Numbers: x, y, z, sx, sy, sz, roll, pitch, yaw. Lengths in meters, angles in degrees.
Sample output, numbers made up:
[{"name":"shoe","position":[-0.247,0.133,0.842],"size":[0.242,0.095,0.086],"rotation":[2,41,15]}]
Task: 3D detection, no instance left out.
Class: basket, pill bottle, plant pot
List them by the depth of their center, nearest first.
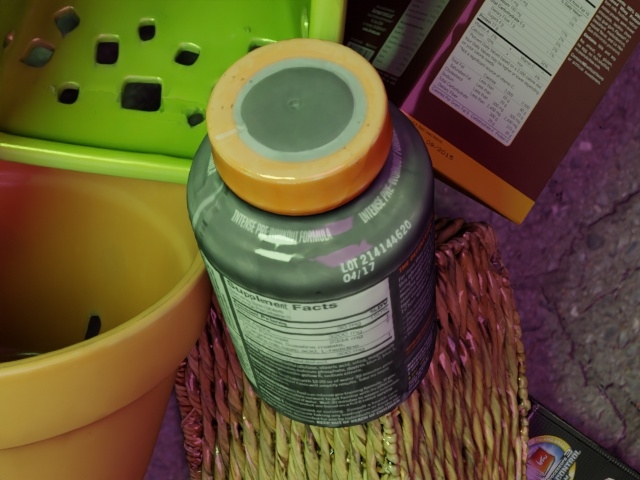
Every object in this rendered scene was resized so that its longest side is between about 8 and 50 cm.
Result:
[{"name":"pill bottle","position":[0.000,0.000,0.626],"size":[0.130,0.130,0.246],"rotation":[-27,149,-11]},{"name":"plant pot","position":[-0.097,-0.180,0.670],"size":[0.227,0.207,0.228],"rotation":[7,148,-3]},{"name":"plant pot","position":[-0.211,0.068,0.730],"size":[0.290,0.291,0.203],"rotation":[-10,126,-18]},{"name":"basket","position":[0.029,0.124,0.922],"size":[0.213,0.223,0.299],"rotation":[-29,117,-47]}]

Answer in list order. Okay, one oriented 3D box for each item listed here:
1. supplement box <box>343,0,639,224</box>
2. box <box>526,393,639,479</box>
[{"name":"supplement box","position":[0.107,-0.147,0.814],"size":[0.129,0.191,0.194],"rotation":[31,95,-27]},{"name":"box","position":[0.179,0.296,1.060],"size":[0.216,0.060,0.270],"rotation":[36,92,-27]}]
